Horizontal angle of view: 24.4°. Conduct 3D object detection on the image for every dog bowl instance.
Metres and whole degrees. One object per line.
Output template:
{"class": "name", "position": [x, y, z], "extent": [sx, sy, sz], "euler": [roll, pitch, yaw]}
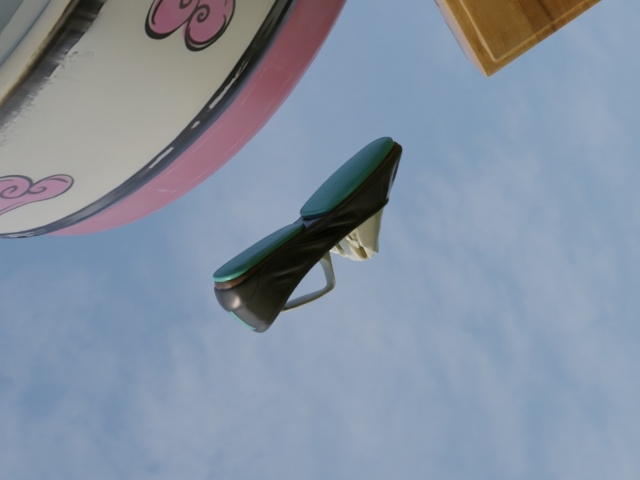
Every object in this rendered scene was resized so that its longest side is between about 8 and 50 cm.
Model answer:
{"class": "dog bowl", "position": [-0.134, -0.182, 0.719], "extent": [0.150, 0.408, 0.408], "euler": [22, -123, -44]}

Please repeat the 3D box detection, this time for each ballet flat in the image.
{"class": "ballet flat", "position": [0.000, 0.000, 1.638], "extent": [0.280, 0.095, 0.096], "euler": [-40, -70, -21]}

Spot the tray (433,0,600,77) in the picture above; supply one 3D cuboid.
{"class": "tray", "position": [0.163, -0.392, 1.570], "extent": [0.411, 0.203, 0.076], "euler": [55, -179, -34]}
